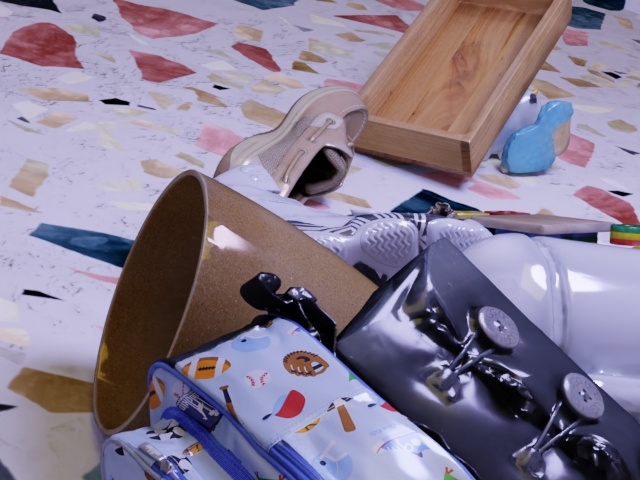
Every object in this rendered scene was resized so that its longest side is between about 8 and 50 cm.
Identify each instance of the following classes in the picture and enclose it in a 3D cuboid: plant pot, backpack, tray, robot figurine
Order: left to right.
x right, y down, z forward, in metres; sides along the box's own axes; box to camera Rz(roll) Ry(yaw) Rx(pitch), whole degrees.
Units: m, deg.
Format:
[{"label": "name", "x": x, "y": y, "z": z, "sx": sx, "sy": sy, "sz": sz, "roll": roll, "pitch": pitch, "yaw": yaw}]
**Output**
[{"label": "plant pot", "x": -0.040, "y": 0.092, "z": 1.174, "sx": 0.254, "sy": 0.237, "sz": 0.237, "roll": 21, "pitch": 20, "yaw": -21}, {"label": "backpack", "x": -0.009, "y": 0.204, "z": 0.854, "sx": 0.263, "sy": 0.276, "sz": 0.213, "roll": 25, "pitch": 42, "yaw": 38}, {"label": "tray", "x": 0.217, "y": -0.266, "z": 2.026, "sx": 0.203, "sy": 0.076, "sz": 0.411, "roll": 15, "pitch": 47, "yaw": 25}, {"label": "robot figurine", "x": 0.251, "y": 0.101, "z": 1.293, "sx": 0.353, "sy": 0.200, "sz": 0.300, "roll": 7, "pitch": 14, "yaw": -14}]

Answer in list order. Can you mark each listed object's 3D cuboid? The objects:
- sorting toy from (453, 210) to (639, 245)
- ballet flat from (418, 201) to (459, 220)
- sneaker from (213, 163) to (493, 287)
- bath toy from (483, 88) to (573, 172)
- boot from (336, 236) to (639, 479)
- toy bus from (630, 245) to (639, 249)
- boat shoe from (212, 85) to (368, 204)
[{"label": "sorting toy", "x": 0.279, "y": -0.006, "z": 1.712, "sx": 0.132, "sy": 0.046, "sz": 0.274, "roll": -2, "pitch": 7, "yaw": -36}, {"label": "ballet flat", "x": 0.108, "y": -0.012, "z": 1.608, "sx": 0.084, "sy": 0.058, "sz": 0.250, "roll": 22, "pitch": 16, "yaw": 29}, {"label": "sneaker", "x": 0.000, "y": 0.000, "z": 1.436, "sx": 0.366, "sy": 0.137, "sz": 0.210, "roll": -6, "pitch": 30, "yaw": -18}, {"label": "bath toy", "x": 0.240, "y": -0.228, "z": 2.123, "sx": 0.151, "sy": 0.129, "sz": 0.348, "roll": -10, "pitch": 32, "yaw": -42}, {"label": "boot", "x": 0.235, "y": 0.167, "z": 1.055, "sx": 0.445, "sy": 0.146, "sz": 0.367, "roll": 37, "pitch": 30, "yaw": 12}, {"label": "toy bus", "x": 0.464, "y": 0.050, "z": 1.643, "sx": 0.191, "sy": 0.104, "sz": 0.202, "roll": 16, "pitch": 24, "yaw": 6}, {"label": "boat shoe", "x": -0.014, "y": -0.102, "z": 1.730, "sx": 0.110, "sy": 0.121, "sz": 0.341, "roll": 27, "pitch": 36, "yaw": 18}]
